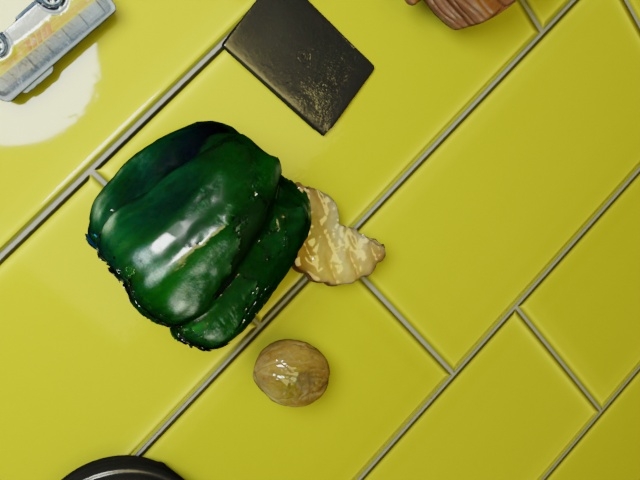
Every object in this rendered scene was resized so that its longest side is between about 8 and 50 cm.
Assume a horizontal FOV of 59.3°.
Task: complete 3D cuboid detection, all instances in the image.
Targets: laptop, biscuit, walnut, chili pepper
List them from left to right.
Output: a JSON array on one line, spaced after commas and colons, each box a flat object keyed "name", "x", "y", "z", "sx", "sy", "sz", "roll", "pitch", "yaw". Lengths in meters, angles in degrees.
[{"name": "chili pepper", "x": -0.144, "y": -0.013, "z": 0.705, "sx": 0.257, "sy": 0.248, "sz": 0.233, "roll": -46, "pitch": 134, "yaw": -7}, {"name": "walnut", "x": -0.041, "y": 0.198, "z": 0.846, "sx": 0.124, "sy": 0.105, "sz": 0.105, "roll": 15, "pitch": 95, "yaw": -21}, {"name": "laptop", "x": -0.027, "y": -0.263, "z": 0.808, "sx": 0.197, "sy": 0.016, "sz": 0.135, "roll": 39, "pitch": 85, "yaw": -23}, {"name": "biscuit", "x": 0.000, "y": 0.000, "z": 0.843, "sx": 0.183, "sy": 0.061, "sz": 0.118, "roll": 43, "pitch": 87, "yaw": -19}]

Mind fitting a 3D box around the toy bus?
[{"name": "toy bus", "x": -0.338, "y": -0.248, "z": 0.679, "sx": 0.190, "sy": 0.064, "sz": 0.075, "roll": -46, "pitch": 123, "yaw": -6}]

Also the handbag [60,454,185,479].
[{"name": "handbag", "x": -0.276, "y": 0.454, "z": 0.819, "sx": 0.254, "sy": 0.093, "sz": 0.308, "roll": -44, "pitch": 111, "yaw": -5}]

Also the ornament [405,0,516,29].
[{"name": "ornament", "x": 0.188, "y": -0.427, "z": 0.750, "sx": 0.217, "sy": 0.221, "sz": 0.235, "roll": 38, "pitch": 66, "yaw": -26}]
